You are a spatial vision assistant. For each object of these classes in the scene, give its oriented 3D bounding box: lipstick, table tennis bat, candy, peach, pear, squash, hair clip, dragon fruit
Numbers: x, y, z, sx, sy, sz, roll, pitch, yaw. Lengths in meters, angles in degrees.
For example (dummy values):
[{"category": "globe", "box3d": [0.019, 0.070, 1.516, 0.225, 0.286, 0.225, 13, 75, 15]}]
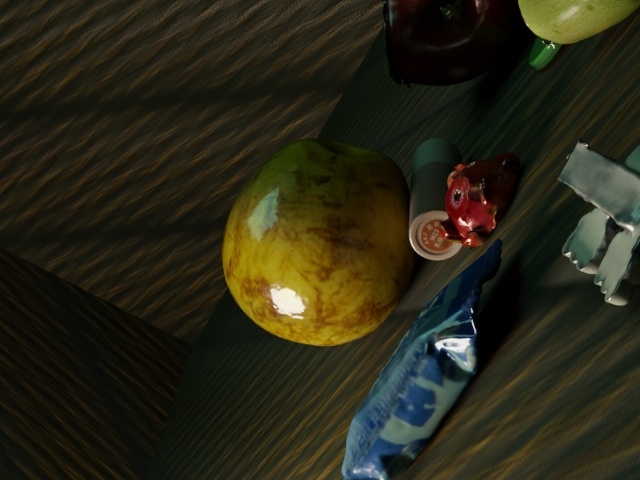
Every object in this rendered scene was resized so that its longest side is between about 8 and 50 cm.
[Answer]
[{"category": "lipstick", "box3d": [0.151, -0.058, 1.838, 0.070, 0.070, 0.254, -59, 8, 23]}, {"category": "table tennis bat", "box3d": [0.322, -0.312, 1.752, 0.257, 0.039, 0.160, 119, 175, -53]}, {"category": "candy", "box3d": [0.094, 0.155, 1.472, 0.331, 0.077, 0.187, -58, 2, 24]}, {"category": "peach", "box3d": [0.213, -0.365, 2.069, 0.361, 0.201, 0.257, -45, -51, -67]}, {"category": "pear", "box3d": [0.000, 0.000, 1.895, 0.280, 0.281, 0.281, -60, 8, 14]}, {"category": "squash", "box3d": [0.296, -0.283, 1.517, 0.123, 0.123, 0.187, -64, 12, -11]}, {"category": "hair clip", "box3d": [0.250, -0.034, 1.187, 0.140, 0.054, 0.220, -56, 11, 9]}, {"category": "dragon fruit", "box3d": [0.179, -0.054, 1.655, 0.126, 0.068, 0.112, -65, 8, -10]}]
